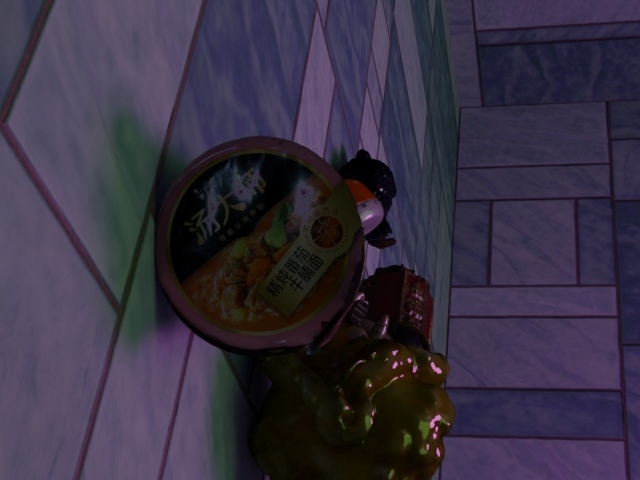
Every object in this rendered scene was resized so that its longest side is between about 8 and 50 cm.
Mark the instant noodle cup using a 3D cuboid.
[{"bbox_3d":[-0.053,0.012,1.241,0.255,0.244,0.244,23,66,-83],"label":"instant noodle cup"}]

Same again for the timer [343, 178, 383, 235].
[{"bbox_3d":[0.040,-0.064,1.858,0.136,0.099,0.136,33,34,-26],"label":"timer"}]

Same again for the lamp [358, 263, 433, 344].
[{"bbox_3d":[0.151,0.179,2.217,0.274,0.177,0.177,-80,163,-47],"label":"lamp"}]

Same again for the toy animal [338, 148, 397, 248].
[{"bbox_3d":[0.088,-0.073,2.048,0.298,0.122,0.185,-65,157,-76],"label":"toy animal"}]

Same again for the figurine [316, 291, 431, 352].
[{"bbox_3d":[0.083,0.197,1.918,0.257,0.167,0.192,35,18,-45],"label":"figurine"}]

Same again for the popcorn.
[{"bbox_3d":[0.038,0.265,1.514,0.321,0.326,0.290,20,65,-29],"label":"popcorn"}]
